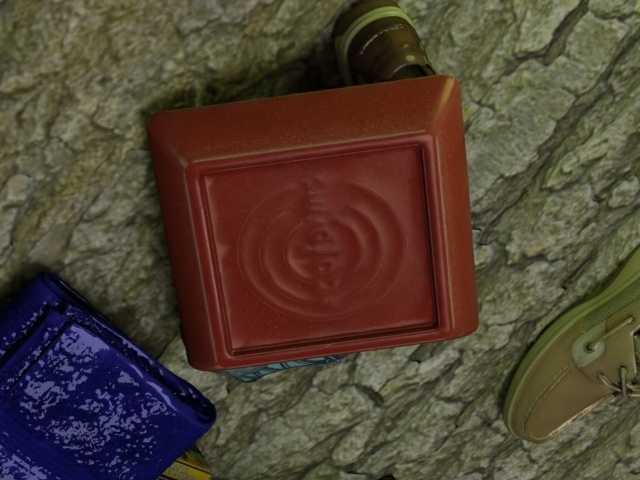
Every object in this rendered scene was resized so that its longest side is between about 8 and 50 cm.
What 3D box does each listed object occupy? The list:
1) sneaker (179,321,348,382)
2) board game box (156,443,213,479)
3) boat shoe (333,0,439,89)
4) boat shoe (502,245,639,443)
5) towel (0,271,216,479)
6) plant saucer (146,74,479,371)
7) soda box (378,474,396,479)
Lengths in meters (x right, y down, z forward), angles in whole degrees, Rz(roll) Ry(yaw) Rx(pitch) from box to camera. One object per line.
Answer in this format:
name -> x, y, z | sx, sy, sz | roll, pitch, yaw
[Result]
sneaker -> 0.007, 0.051, 1.790 | 0.262, 0.104, 0.125 | -21, 147, 7
board game box -> -0.208, 0.232, 1.853 | 0.141, 0.048, 0.170 | -48, 138, 12
boat shoe -> 0.079, -0.090, 1.703 | 0.095, 0.095, 0.257 | -33, 140, -3
boat shoe -> 0.314, 0.113, 2.059 | 0.302, 0.098, 0.109 | -46, 139, 12
towel -> -0.265, 0.196, 1.713 | 0.308, 0.076, 0.228 | -42, 121, 10
plant saucer -> 0.000, 0.000, 1.646 | 0.259, 0.047, 0.258 | -7, 121, 0
soda box -> 0.063, 0.333, 2.133 | 0.060, 0.053, 0.169 | -19, 137, -19
